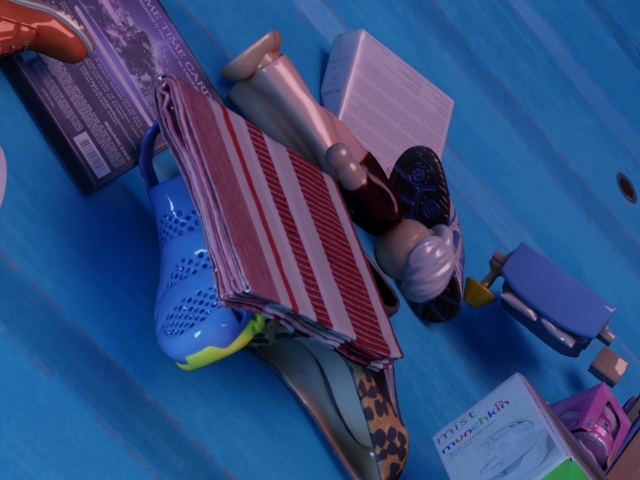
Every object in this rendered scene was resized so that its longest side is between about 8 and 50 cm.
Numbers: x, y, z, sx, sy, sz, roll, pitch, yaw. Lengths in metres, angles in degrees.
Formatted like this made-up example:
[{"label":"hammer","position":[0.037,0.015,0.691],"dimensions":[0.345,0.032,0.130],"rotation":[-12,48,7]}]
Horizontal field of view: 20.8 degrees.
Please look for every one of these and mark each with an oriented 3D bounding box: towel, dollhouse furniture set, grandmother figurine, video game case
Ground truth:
[{"label":"towel","position":[-0.037,-0.008,1.670],"dimensions":[0.329,0.037,0.237],"rotation":[29,36,-58]},{"label":"dollhouse furniture set","position":[0.281,0.176,2.155],"dimensions":[0.303,0.198,0.286],"rotation":[37,-8,9]},{"label":"grandmother figurine","position":[0.028,-0.075,1.938],"dimensions":[0.342,0.104,0.208],"rotation":[51,16,-3]},{"label":"video game case","position":[-0.215,-0.173,1.780],"dimensions":[0.196,0.026,0.274],"rotation":[58,31,-4]}]

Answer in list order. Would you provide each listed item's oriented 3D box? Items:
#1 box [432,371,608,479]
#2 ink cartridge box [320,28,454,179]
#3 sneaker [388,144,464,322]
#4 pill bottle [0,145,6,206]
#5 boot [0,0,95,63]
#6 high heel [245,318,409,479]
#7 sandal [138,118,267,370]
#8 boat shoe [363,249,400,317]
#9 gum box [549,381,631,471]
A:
[{"label":"box","position":[0.253,0.295,1.764],"dimensions":[0.262,0.127,0.231],"rotation":[51,5,-18]},{"label":"ink cartridge box","position":[0.070,-0.119,2.133],"dimensions":[0.181,0.056,0.224],"rotation":[35,59,-35]},{"label":"sneaker","position":[0.125,-0.012,2.059],"dimensions":[0.081,0.080,0.211],"rotation":[-54,139,-68]},{"label":"pill bottle","position":[-0.381,-0.075,1.345],"dimensions":[0.272,0.152,0.152],"rotation":[23,48,-44]},{"label":"boot","position":[-0.291,-0.189,1.627],"dimensions":[0.158,0.059,0.084],"rotation":[23,65,-17]},{"label":"high heel","position":[-0.005,0.157,1.760],"dimensions":[0.261,0.093,0.186],"rotation":[20,58,-43]},{"label":"sandal","position":[-0.123,-0.010,1.678],"dimensions":[0.138,0.126,0.317],"rotation":[51,22,-36]},{"label":"boat shoe","position":[0.000,0.000,1.901],"dimensions":[0.228,0.069,0.081],"rotation":[53,32,-13]},{"label":"gum box","position":[0.252,0.236,1.956],"dimensions":[0.062,0.188,0.107],"rotation":[56,31,-8]}]
